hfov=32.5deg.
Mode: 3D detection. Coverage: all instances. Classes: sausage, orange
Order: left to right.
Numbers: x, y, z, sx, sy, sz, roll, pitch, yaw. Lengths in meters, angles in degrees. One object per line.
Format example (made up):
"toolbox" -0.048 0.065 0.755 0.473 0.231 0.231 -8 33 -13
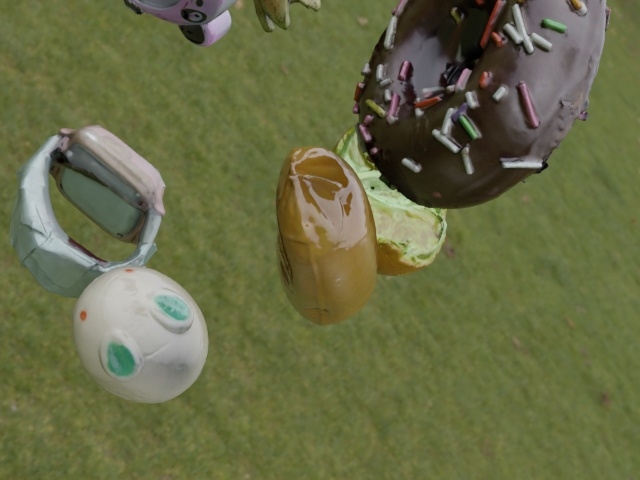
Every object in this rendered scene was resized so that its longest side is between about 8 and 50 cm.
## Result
"sausage" 0.005 0.001 1.159 0.354 0.116 0.134 83 18 -75
"orange" 0.085 -0.057 1.534 0.179 0.158 0.237 19 60 -21

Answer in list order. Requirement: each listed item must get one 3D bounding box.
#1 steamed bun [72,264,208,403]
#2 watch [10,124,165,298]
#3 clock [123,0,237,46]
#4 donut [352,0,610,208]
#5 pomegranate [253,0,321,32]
"steamed bun" -0.242 0.138 1.523 0.131 0.177 0.228 34 -22 41
"watch" -0.373 -0.030 1.704 0.253 0.161 0.241 38 46 6
"clock" -0.206 -0.385 1.426 0.248 0.227 0.090 40 54 4
"donut" 0.134 -0.153 0.972 0.103 0.270 0.269 28 34 -33
"pomegranate" -0.091 -0.382 1.239 0.301 0.236 0.236 57 22 -17
